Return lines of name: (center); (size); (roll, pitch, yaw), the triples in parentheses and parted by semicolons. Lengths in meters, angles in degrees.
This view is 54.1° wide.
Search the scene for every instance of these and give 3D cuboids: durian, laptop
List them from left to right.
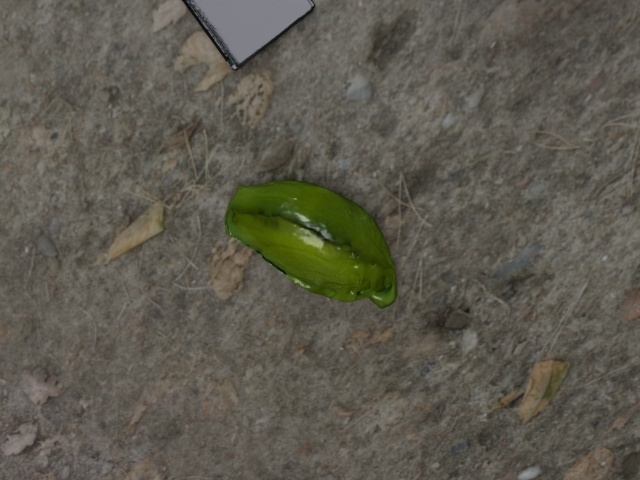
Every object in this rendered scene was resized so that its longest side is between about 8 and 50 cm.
laptop: (-0.107, -0.311, 0.738); (0.129, 0.016, 0.180); (-33, 105, 15)
durian: (0.000, 0.000, 0.803); (0.250, 0.101, 0.139); (23, 146, -4)
